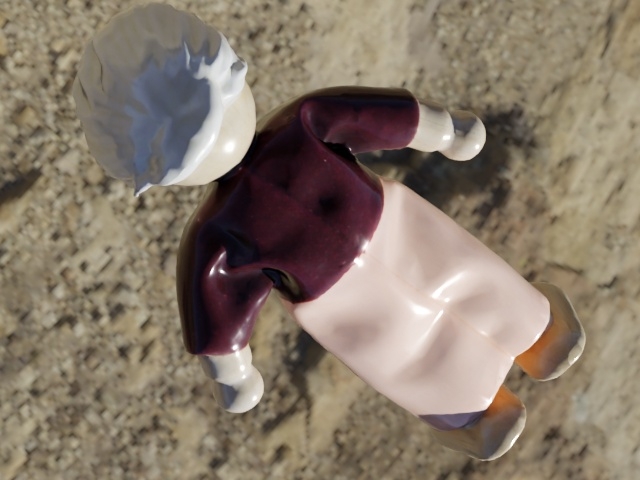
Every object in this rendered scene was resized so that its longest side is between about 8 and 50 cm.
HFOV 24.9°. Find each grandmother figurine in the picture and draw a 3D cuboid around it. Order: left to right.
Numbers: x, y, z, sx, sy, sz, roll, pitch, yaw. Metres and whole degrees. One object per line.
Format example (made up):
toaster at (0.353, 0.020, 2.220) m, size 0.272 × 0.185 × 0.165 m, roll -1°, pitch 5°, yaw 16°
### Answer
grandmother figurine at (0.000, 0.000, 0.788) m, size 0.342 × 0.104 × 0.208 m, roll 41°, pitch 76°, yaw -34°
